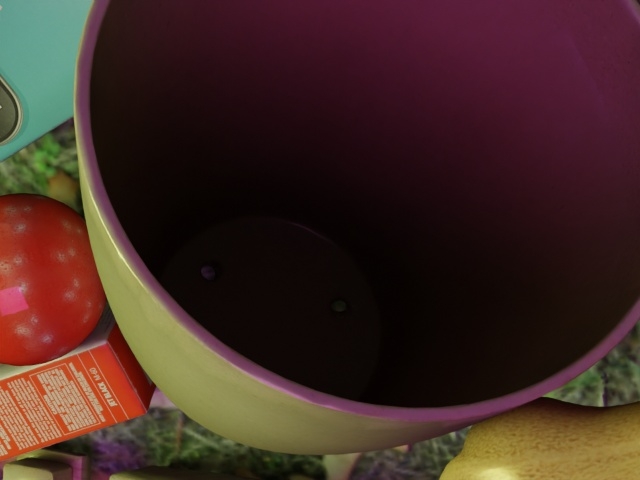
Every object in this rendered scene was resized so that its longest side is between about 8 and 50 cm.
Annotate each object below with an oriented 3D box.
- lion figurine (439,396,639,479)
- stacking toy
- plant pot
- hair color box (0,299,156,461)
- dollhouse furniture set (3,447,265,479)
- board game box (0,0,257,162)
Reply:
[{"bbox_3d":[0.175,0.096,0.778,0.392,0.142,0.240,-28,141,29],"label":"lion figurine"},{"bbox_3d":[-0.266,0.047,0.975,0.330,0.141,0.141,-10,116,19],"label":"stacking toy"},{"bbox_3d":[0.000,0.000,0.858,0.256,0.256,0.274,22,155,-4],"label":"plant pot"},{"bbox_3d":[-0.170,0.078,1.021,0.167,0.093,0.053,-18,114,17],"label":"hair color box"},{"bbox_3d":[-0.010,0.291,1.092,0.355,0.174,0.303,9,96,23],"label":"dollhouse furniture set"},{"bbox_3d":[-0.127,-0.207,0.872,0.336,0.079,0.254,-30,110,21],"label":"board game box"}]
